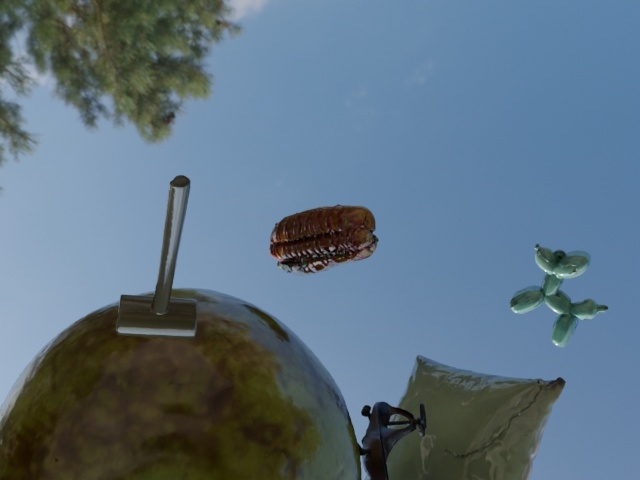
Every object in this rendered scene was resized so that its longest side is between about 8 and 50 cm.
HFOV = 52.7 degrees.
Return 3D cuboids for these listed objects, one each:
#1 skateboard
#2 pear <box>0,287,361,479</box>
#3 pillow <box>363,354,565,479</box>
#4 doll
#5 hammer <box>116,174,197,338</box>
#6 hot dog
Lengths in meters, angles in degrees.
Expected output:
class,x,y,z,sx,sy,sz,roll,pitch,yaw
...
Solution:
class,x,y,z,sx,sy,sz,roll,pitch,yaw
skateboard,0.080,0.233,0.758,0.080,0.151,0.067,-10,-77,16
pear,-0.101,0.170,0.476,0.284,0.283,0.283,-12,-122,21
pillow,0.192,0.328,0.973,0.310,0.119,0.312,-5,-123,61
doll,0.405,0.084,1.103,0.159,0.059,0.158,46,-59,10
hammer,-0.063,0.011,0.264,0.035,0.110,0.019,5,-124,-16
hot dog,-0.001,0.000,0.598,0.144,0.038,0.062,-9,-90,51
